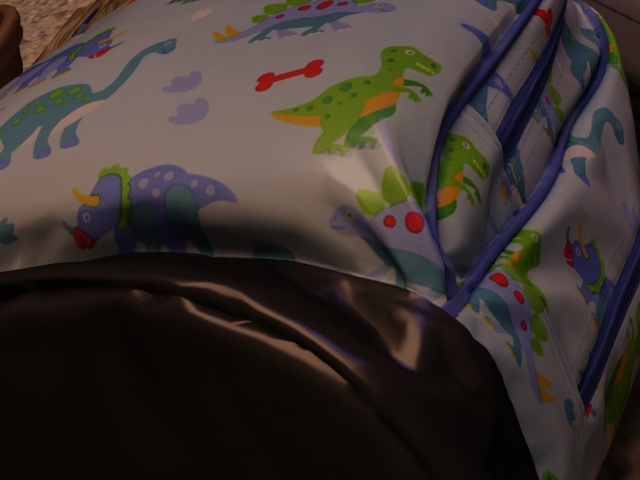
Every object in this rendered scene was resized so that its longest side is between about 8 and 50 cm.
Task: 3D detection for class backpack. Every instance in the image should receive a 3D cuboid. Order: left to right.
[{"bbox_3d":[0.000,0.000,0.594,0.290,0.273,0.355,-6,12,34],"label":"backpack"}]

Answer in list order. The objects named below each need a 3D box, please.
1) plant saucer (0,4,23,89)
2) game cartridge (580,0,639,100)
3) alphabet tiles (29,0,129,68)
[{"bbox_3d":[-0.301,-0.056,0.999,0.278,0.041,0.278,-31,22,14],"label":"plant saucer"},{"bbox_3d":[0.115,-0.137,0.868,0.060,0.196,0.294,-63,28,4],"label":"game cartridge"},{"bbox_3d":[-0.156,-0.070,0.846,0.285,0.011,0.342,-53,19,-7],"label":"alphabet tiles"}]
